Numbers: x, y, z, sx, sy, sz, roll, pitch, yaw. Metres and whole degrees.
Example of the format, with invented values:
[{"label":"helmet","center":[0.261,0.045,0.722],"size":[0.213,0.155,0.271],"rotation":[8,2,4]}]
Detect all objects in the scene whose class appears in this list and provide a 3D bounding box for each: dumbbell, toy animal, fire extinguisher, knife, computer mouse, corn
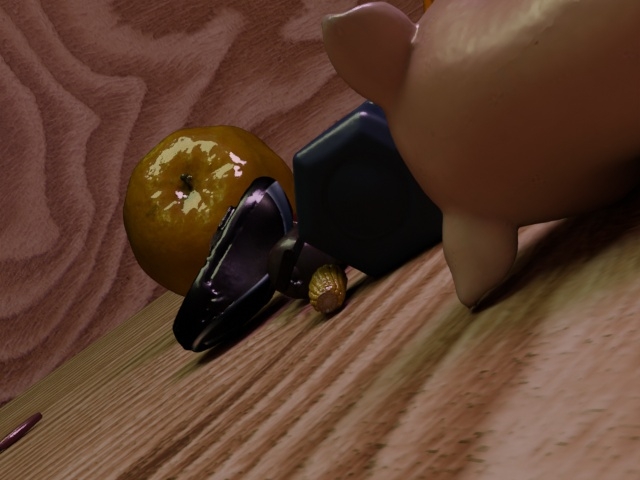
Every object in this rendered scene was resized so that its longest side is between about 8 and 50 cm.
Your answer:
[{"label":"dumbbell","center":[0.071,-0.077,0.977],"size":[0.144,0.160,0.325],"rotation":[-3,13,13]},{"label":"toy animal","center":[0.166,-0.119,0.555],"size":[0.256,0.195,0.213],"rotation":[-33,-3,37]},{"label":"fire extinguisher","center":[0.000,0.000,1.044],"size":[0.089,0.072,0.267],"rotation":[-66,-10,25]},{"label":"knife","center":[-0.553,0.359,1.502],"size":[0.247,0.018,0.035],"rotation":[-39,10,-35]},{"label":"computer mouse","center":[-0.090,0.034,1.098],"size":[0.137,0.096,0.233],"rotation":[110,-176,-65]},{"label":"corn","center":[0.007,0.045,0.862],"size":[0.037,0.037,0.092],"rotation":[-33,9,8]}]

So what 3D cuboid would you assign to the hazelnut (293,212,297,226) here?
[{"label":"hazelnut","center":[-0.023,0.005,1.199],"size":[0.086,0.086,0.086],"rotation":[-33,5,4]}]

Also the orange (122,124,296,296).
[{"label":"orange","center":[-0.164,-0.040,1.430],"size":[0.279,0.279,0.235],"rotation":[-34,-26,3]}]

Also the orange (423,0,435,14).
[{"label":"orange","center":[0.311,-0.373,1.370],"size":[0.340,0.293,0.340],"rotation":[-35,5,4]}]
